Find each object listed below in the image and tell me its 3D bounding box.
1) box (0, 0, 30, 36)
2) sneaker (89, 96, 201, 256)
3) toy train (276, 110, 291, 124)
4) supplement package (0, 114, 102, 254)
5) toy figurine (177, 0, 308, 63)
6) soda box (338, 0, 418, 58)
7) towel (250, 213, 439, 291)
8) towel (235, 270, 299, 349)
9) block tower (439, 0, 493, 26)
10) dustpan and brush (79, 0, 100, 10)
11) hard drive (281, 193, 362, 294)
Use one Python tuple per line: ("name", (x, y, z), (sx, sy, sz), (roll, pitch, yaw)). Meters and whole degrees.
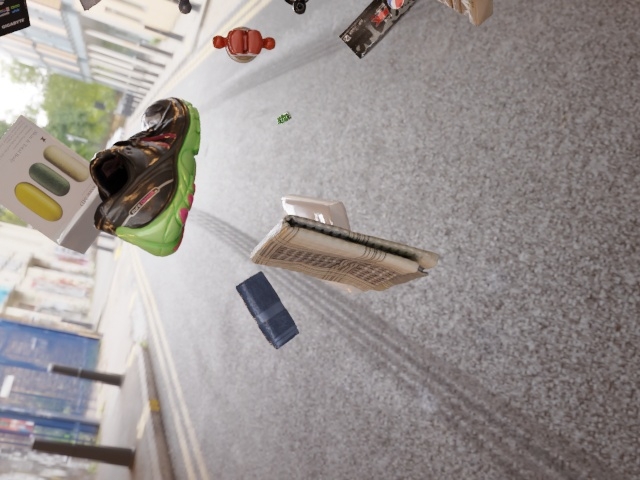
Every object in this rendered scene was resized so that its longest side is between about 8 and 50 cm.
("box", (-0.737, -0.506, 1.291), (0.073, 0.295, 0.293), (44, 148, 18))
("sneaker", (-0.359, -0.168, 1.353), (0.483, 0.202, 0.185), (-102, 31, -53))
("toy train", (-0.102, -0.343, 1.845), (0.083, 0.017, 0.024), (-10, 93, 65))
("supplement package", (-0.647, -0.128, 1.601), (0.199, 0.262, 0.198), (-55, -2, -8))
("toy figurine", (-0.125, -0.411, 1.053), (0.213, 0.209, 0.148), (-48, 15, 5))
("soda box", (0.114, -0.405, 1.178), (0.169, 0.060, 0.053), (-43, 6, 20))
("towel", (0.037, 0.045, 1.338), (0.312, 0.324, 0.056), (142, 140, -67))
("towel", (-0.085, 0.110, 1.035), (0.029, 0.119, 0.067), (-34, -4, 32))
("block tower", (0.123, -0.424, 0.904), (0.097, 0.091, 0.335), (-42, 59, -4))
("dustpan and brush", (-0.373, -0.526, 1.167), (0.211, 0.060, 0.147), (-42, -21, -15))
("hard drive", (0.000, 0.000, 1.751), (0.353, 0.047, 0.233), (17, 124, 67))
